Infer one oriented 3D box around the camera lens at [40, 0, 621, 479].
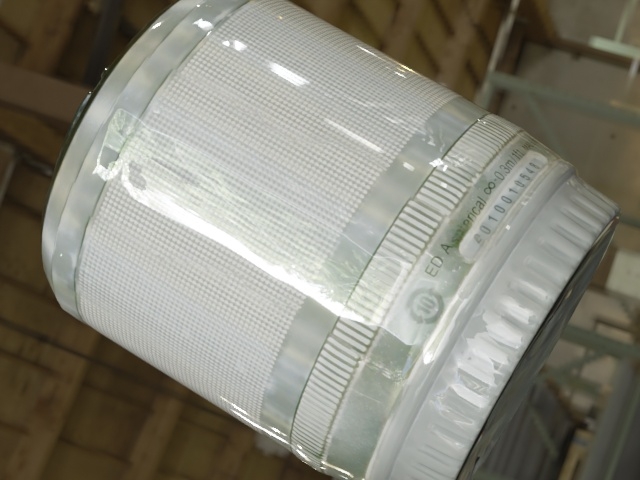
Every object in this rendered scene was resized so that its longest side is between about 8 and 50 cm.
[{"bbox_3d":[0.000,0.000,0.841,0.219,0.274,0.219,-54,-14,-21],"label":"camera lens"}]
